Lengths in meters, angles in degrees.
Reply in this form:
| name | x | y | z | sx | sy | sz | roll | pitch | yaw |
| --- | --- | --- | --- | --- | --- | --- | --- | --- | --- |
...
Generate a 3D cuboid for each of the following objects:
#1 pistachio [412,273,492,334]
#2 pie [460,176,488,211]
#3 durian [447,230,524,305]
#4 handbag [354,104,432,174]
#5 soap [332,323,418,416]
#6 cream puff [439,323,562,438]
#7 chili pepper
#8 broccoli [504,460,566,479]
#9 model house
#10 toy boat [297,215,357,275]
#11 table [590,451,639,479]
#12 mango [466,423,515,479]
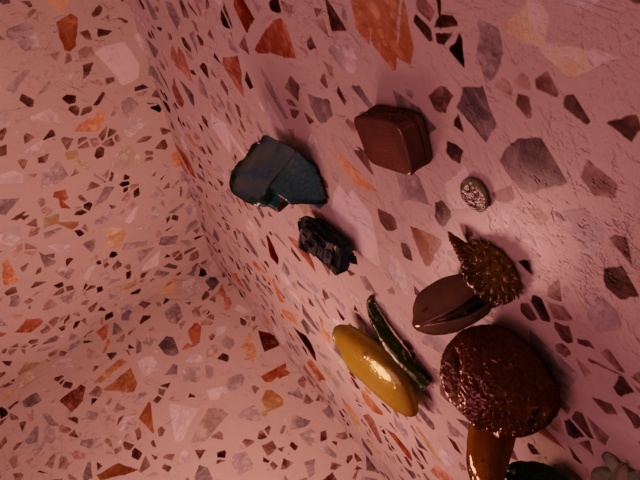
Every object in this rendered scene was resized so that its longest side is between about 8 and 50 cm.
| name | x | y | z | sx | sy | sz | roll | pitch | yaw |
| --- | --- | --- | --- | --- | --- | --- | --- | --- | --- |
| pistachio | 0.320 | 0.164 | 1.648 | 0.138 | 0.153 | 0.237 | 51 | 133 | -8 |
| pie | 0.325 | -0.098 | 1.395 | 0.085 | 0.017 | 0.085 | 48 | 159 | 25 |
| durian | 0.349 | 0.059 | 1.488 | 0.224 | 0.078 | 0.140 | 44 | 157 | 33 |
| handbag | 0.168 | -0.227 | 1.509 | 0.193 | 0.072 | 0.151 | 24 | 142 | 56 |
| soap | 0.217 | 0.483 | 2.458 | 0.427 | 0.115 | 0.306 | 34 | 147 | 49 |
| cream puff | 0.411 | 0.347 | 1.588 | 0.303 | 0.212 | 0.303 | 51 | 165 | 19 |
| chili pepper | 0.251 | 0.348 | 2.234 | 0.359 | 0.076 | 0.085 | 54 | -173 | 9 |
| broccoli | 0.562 | 0.708 | 1.739 | 0.265 | 0.245 | 0.294 | 31 | -170 | -3 |
| model house | -0.126 | -0.180 | 2.167 | 0.241 | 0.226 | 0.261 | 34 | -179 | -38 |
| toy boat | -0.002 | 0.001 | 2.230 | 0.296 | 0.122 | 0.114 | 42 | 131 | 46 |
| table | 0.622 | 0.598 | 1.466 | 0.166 | 0.198 | 0.167 | 49 | 160 | 25 |
| mango | 0.437 | 0.530 | 1.717 | 0.120 | 0.295 | 0.177 | 16 | 133 | 19 |
